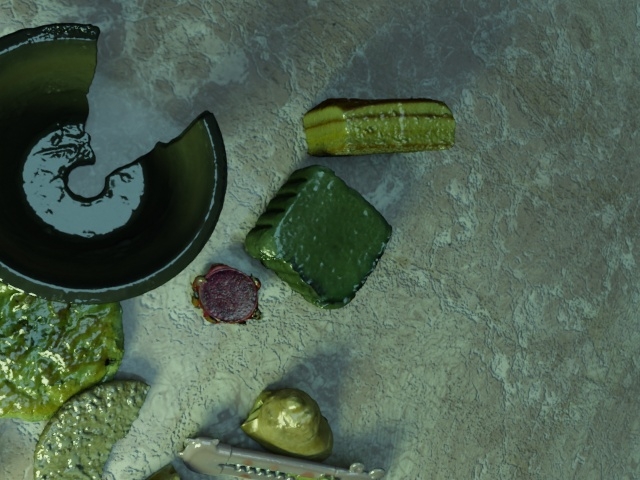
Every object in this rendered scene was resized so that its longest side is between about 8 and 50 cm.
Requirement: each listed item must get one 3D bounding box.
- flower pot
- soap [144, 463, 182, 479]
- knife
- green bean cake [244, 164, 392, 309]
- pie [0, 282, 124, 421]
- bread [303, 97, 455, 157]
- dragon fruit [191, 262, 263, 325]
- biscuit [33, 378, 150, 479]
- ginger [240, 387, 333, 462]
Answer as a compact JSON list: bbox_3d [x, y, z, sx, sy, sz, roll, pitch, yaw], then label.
[{"bbox_3d":[-0.357,-0.092,0.903,0.380,0.251,0.379,0,90,-24],"label":"flower pot"},{"bbox_3d":[-0.254,0.524,1.034,0.140,0.073,0.232,-31,101,-18],"label":"soap"},{"bbox_3d":[-0.067,0.428,1.106,0.399,0.038,0.132,19,118,-18],"label":"knife"},{"bbox_3d":[0.000,0.000,1.118,0.227,0.125,0.222,39,73,-19],"label":"green bean cake"},{"bbox_3d":[-0.448,0.157,0.956,0.277,0.078,0.276,0,90,-21],"label":"pie"},{"bbox_3d":[0.108,-0.216,1.133,0.234,0.184,0.110,-5,98,-23],"label":"bread"},{"bbox_3d":[-0.167,0.100,1.082,0.127,0.068,0.112,3,72,-9],"label":"dragon fruit"},{"bbox_3d":[-0.389,0.330,0.979,0.133,0.032,0.249,34,79,-40],"label":"biscuit"},{"bbox_3d":[-0.028,0.345,1.112,0.193,0.123,0.115,38,56,-23],"label":"ginger"}]
